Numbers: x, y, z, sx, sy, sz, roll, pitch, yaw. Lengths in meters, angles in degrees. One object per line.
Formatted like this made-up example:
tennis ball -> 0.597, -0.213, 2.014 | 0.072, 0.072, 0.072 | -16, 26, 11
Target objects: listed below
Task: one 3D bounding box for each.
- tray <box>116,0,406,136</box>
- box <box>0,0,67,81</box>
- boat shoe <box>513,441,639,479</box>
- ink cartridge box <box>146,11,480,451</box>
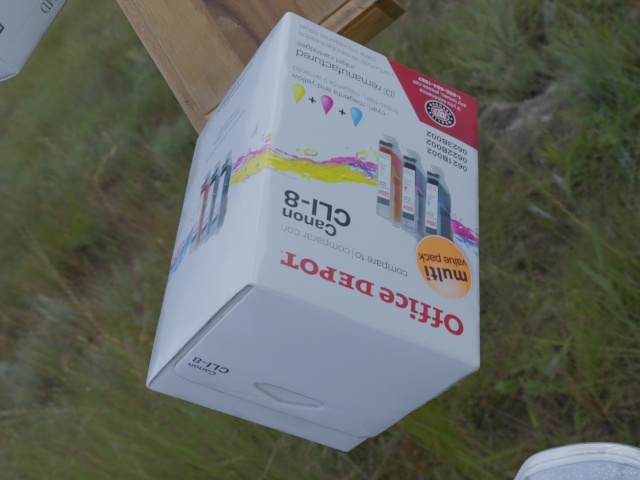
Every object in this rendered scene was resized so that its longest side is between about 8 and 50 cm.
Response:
tray -> -0.122, -0.313, 0.896 | 0.203, 0.411, 0.076 | -36, -11, 17
box -> -0.381, -0.273, 1.098 | 0.182, 0.119, 0.181 | -5, 51, 44
boat shoe -> 0.199, 0.272, 0.874 | 0.320, 0.118, 0.103 | -45, 24, 47
ink cartridge box -> 0.000, 0.000, 0.526 | 0.127, 0.128, 0.176 | -44, 33, 48
